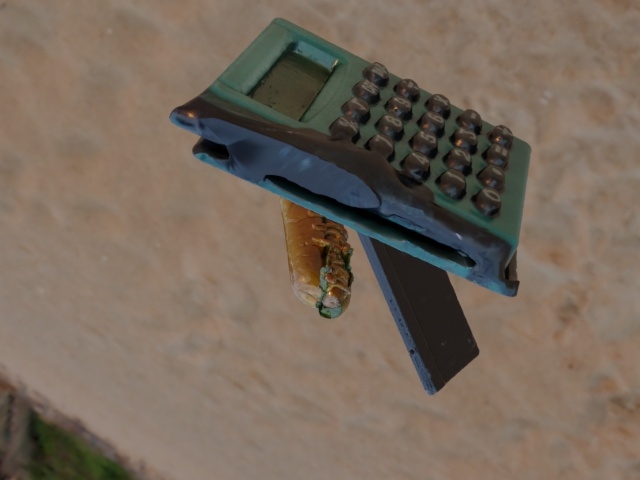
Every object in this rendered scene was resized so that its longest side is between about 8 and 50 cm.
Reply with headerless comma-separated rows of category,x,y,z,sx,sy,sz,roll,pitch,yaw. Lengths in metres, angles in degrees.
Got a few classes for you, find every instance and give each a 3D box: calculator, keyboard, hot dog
calculator,0.043,-0.076,1.008,0.274,0.058,0.248,26,-154,0
keyboard,0.092,0.021,1.464,0.018,0.101,0.310,-5,116,49
hot dog,0.000,0.000,1.268,0.072,0.055,0.188,35,-150,-34
